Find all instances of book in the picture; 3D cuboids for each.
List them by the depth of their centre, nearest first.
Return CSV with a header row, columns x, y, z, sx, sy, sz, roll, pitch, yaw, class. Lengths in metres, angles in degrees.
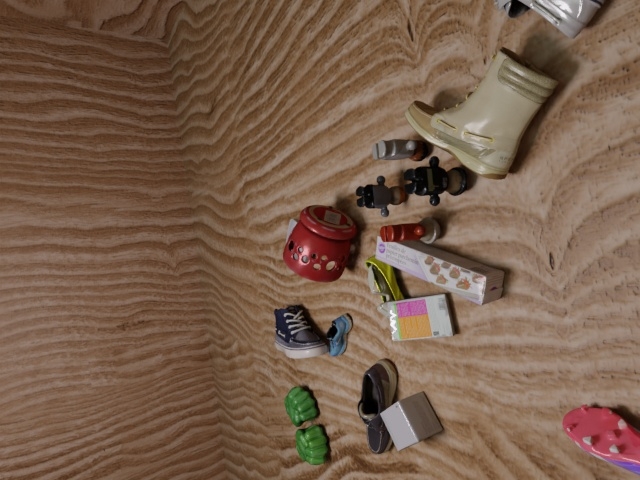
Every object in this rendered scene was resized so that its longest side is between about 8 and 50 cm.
x,y,z,sx,sy,sz,roll,pitch,yaw,class
0.234,0.181,0.977,0.144,0.035,0.096,-14,83,33,book

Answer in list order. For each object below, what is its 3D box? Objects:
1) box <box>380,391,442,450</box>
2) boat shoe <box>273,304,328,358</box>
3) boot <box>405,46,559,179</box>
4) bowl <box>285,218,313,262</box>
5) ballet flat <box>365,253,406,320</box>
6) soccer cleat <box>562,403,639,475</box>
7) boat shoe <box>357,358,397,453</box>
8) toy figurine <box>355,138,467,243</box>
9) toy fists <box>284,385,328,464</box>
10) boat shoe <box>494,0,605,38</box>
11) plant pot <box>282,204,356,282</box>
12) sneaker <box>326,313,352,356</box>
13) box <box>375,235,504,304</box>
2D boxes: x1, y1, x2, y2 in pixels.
x,y,z,sx,sy,sz,roll,pitch,yaw,class
0.225,0.453,1.043,0.101,0.087,0.102,63,143,28,box
-0.087,0.313,1.465,0.340,0.127,0.158,-13,84,62,boat shoe
0.288,-0.264,0.788,0.262,0.095,0.203,51,137,37,boot
-0.063,0.006,1.442,0.142,0.053,0.142,44,131,44,bowl
0.173,0.143,1.072,0.077,0.077,0.231,-46,59,57,ballet flat
0.480,0.322,0.614,0.095,0.083,0.248,53,161,-9,soccer cleat
0.149,0.472,1.163,0.103,0.092,0.285,26,118,53,boat shoe
0.198,-0.113,0.930,0.209,0.148,0.213,58,143,43,toy figurine
-0.056,0.680,1.532,0.142,0.096,0.279,-45,57,50,toy fists
0.335,-0.419,0.692,0.267,0.096,0.088,48,131,30,boat shoe
0.000,0.000,1.215,0.191,0.191,0.174,47,129,43,plant pot
0.043,0.302,1.314,0.063,0.073,0.162,44,132,45,sneaker
0.253,0.054,0.940,0.324,0.067,0.063,25,116,53,box
